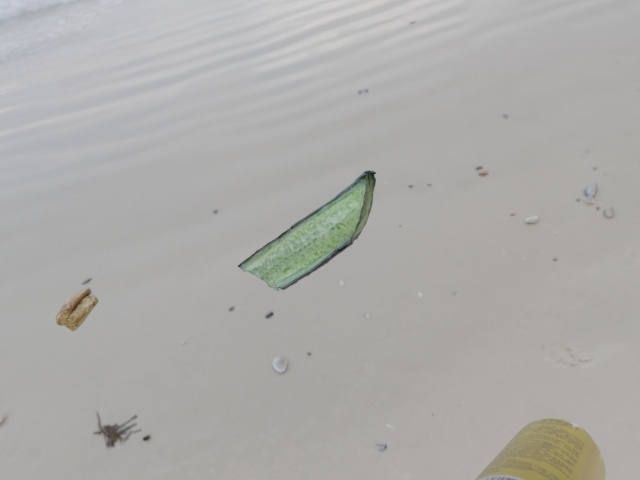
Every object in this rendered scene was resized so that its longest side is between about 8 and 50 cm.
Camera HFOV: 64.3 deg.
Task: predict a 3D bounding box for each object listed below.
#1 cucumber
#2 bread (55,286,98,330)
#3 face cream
[{"bbox_3d":[0.000,0.000,0.665,0.220,0.046,0.070,-37,62,8],"label":"cucumber"},{"bbox_3d":[-0.455,0.129,0.951,0.083,0.046,0.081,-45,11,46],"label":"bread"},{"bbox_3d":[0.230,0.258,0.529,0.105,0.104,0.349,14,4,33],"label":"face cream"}]
